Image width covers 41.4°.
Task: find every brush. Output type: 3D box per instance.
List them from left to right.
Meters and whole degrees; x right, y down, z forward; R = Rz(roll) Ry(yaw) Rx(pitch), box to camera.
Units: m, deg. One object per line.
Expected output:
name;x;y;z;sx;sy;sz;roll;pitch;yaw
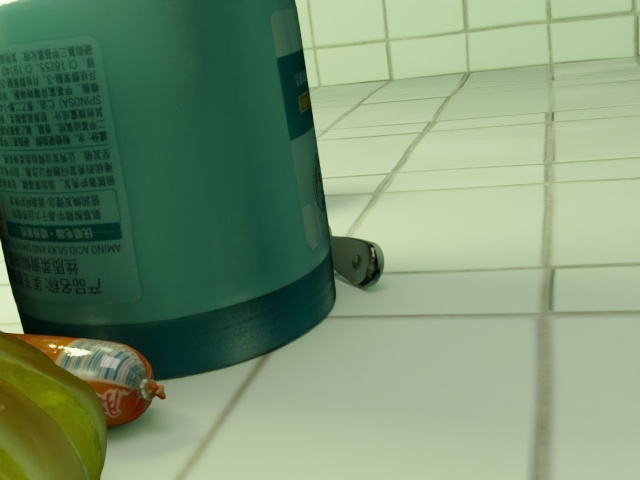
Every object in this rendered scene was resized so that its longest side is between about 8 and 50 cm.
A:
brush;0.000;0.000;1.022;0.060;0.068;0.297;8;10;-34

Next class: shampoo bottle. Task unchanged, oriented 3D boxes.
shampoo bottle;-0.167;-0.083;0.856;0.331;0.343;0.331;-7;17;2

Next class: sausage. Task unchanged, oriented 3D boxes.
sausage;-0.227;0.113;0.700;0.234;0.071;0.071;0;18;27

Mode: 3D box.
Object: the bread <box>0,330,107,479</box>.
bread;-0.299;0.133;0.508;0.332;0.160;0.333;-7;15;2
